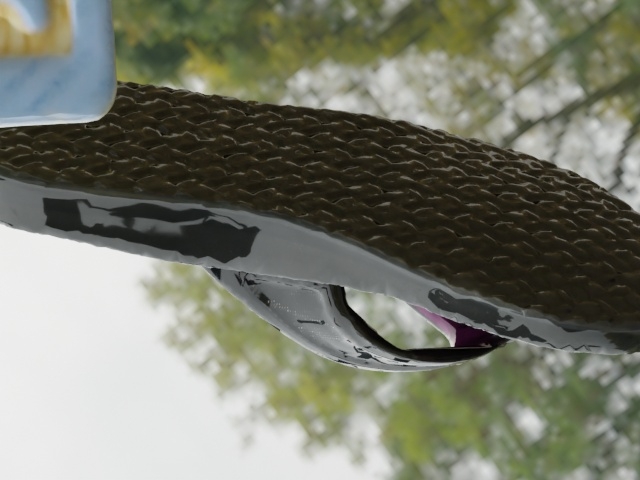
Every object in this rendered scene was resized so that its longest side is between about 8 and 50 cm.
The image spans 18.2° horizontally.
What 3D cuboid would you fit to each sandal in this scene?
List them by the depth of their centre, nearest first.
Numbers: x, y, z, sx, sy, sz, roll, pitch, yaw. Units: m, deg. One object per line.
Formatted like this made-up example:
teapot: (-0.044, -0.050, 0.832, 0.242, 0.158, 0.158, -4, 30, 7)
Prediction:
sandal: (-0.001, -0.002, 1.205, 0.446, 0.107, 0.167, 14, -144, 14)

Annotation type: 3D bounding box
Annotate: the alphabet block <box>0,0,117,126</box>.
alphabet block: (-0.193, -0.147, 0.888, 0.197, 0.192, 0.193, -149, 57, -78)
